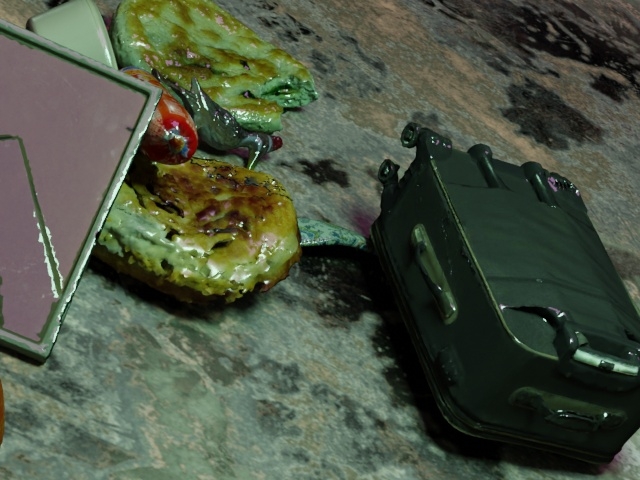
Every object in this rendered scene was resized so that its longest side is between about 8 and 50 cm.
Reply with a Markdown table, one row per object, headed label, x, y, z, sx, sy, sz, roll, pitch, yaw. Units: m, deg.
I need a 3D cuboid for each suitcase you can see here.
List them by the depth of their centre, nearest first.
| label | x | y | z | sx | sy | sz | roll | pitch | yaw |
| --- | --- | --- | --- | --- | --- | --- | --- | --- | --- |
| suitcase | 0.223 | 0.065 | 2.007 | 0.283 | 0.194 | 0.434 | 16 | 33 | -30 |

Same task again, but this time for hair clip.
| label | x | y | z | sx | sy | sz | roll | pitch | yaw |
| --- | --- | --- | --- | --- | --- | --- | --- | --- | --- |
| hair clip | 0.000 | -0.002 | 2.090 | 0.229 | 0.036 | 0.066 | 8 | 21 | -30 |

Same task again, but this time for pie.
| label | x | y | z | sx | sy | sz | roll | pitch | yaw |
| --- | --- | --- | --- | --- | --- | --- | --- | --- | --- |
| pie | -0.158 | -0.031 | 1.946 | 0.308 | 0.085 | 0.308 | 16 | 28 | -9 |
| pie | -0.148 | -0.245 | 2.306 | 0.302 | 0.067 | 0.302 | 20 | 34 | -14 |

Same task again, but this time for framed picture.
| label | x | y | z | sx | sy | sz | roll | pitch | yaw |
| --- | --- | --- | --- | --- | --- | --- | --- | --- | --- |
| framed picture | -0.335 | -0.067 | 1.759 | 0.247 | 0.022 | 0.335 | 23 | 66 | -8 |

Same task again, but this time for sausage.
| label | x | y | z | sx | sy | sz | roll | pitch | yaw |
| --- | --- | --- | --- | --- | --- | --- | --- | --- | --- |
| sausage | -0.193 | -0.139 | 1.950 | 0.074 | 0.074 | 0.274 | 15 | 12 | -21 |

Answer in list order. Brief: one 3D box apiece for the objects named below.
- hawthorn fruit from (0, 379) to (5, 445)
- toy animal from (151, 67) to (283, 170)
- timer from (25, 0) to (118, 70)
| label | x | y | z | sx | sy | sz | roll | pitch | yaw |
| --- | --- | --- | --- | --- | --- | --- | --- | --- | --- |
| hawthorn fruit | -0.354 | 0.132 | 1.456 | 0.179 | 0.200 | 0.179 | 15 | 31 | -10 |
| toy animal | -0.135 | -0.145 | 2.155 | 0.202 | 0.105 | 0.070 | 17 | -1 | -26 |
| timer | -0.366 | -0.162 | 1.901 | 0.266 | 0.175 | 0.175 | -15 | 45 | -13 |
